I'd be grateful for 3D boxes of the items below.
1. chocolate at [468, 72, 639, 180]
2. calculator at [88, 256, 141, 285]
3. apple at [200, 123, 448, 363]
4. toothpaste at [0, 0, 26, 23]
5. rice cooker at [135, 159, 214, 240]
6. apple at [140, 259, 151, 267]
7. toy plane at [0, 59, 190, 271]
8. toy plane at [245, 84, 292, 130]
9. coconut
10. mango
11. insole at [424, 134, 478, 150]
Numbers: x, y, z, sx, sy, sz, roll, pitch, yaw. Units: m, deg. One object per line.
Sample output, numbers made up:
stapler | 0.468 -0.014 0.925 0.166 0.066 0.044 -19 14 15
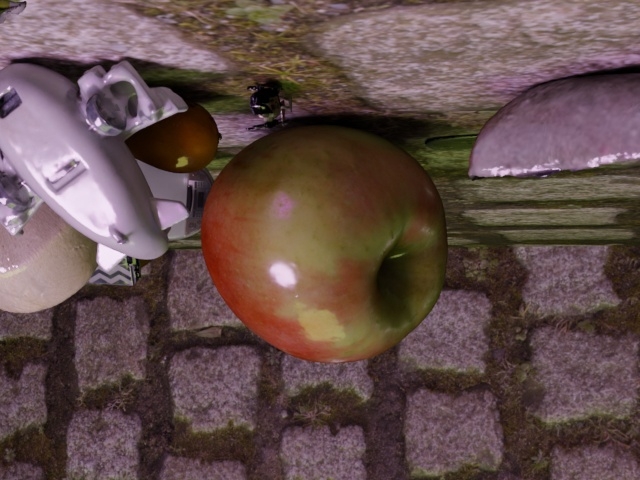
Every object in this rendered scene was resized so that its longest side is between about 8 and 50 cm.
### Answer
chocolate | 0.310 -0.120 0.855 0.303 0.100 0.185 0 -175 42
calculator | -0.414 -0.022 1.511 0.165 0.028 0.274 3 130 -2
apple | 0.000 0.000 1.112 0.277 0.319 0.319 19 -173 39
toothpaste | -0.348 -0.187 0.610 0.248 0.047 0.078 2 179 -34
rice cooker | -0.261 -0.070 1.279 0.206 0.145 0.127 4 -176 -4
apple | -0.401 -0.024 1.636 0.182 0.182 0.155 3 166 -18
toy plane | -0.248 -0.079 0.887 0.252 0.252 0.118 1 -156 3
toy plane | -0.055 -0.147 0.925 0.031 0.049 0.120 0 -168 14
coconut | -0.471 -0.025 1.309 0.237 0.237 0.266 0 148 15
mango | -0.192 -0.131 0.969 0.159 0.084 0.105 18 -168 4
insole | 0.298 -0.139 1.134 0.322 0.007 0.109 -2 173 24
